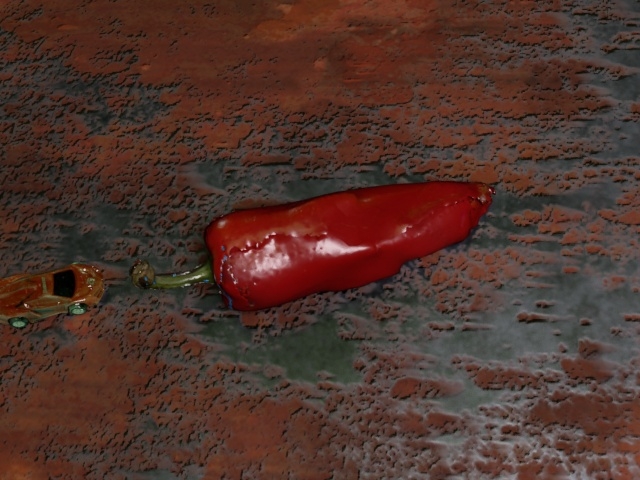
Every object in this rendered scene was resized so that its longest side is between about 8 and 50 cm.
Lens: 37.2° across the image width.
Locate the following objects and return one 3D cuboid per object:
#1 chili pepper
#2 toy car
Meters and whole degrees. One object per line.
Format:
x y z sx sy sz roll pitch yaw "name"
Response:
0.000 0.000 0.980 0.387 0.110 0.110 -14 62 -4 "chili pepper"
-0.296 0.057 1.034 0.121 0.035 0.059 -13 59 5 "toy car"
